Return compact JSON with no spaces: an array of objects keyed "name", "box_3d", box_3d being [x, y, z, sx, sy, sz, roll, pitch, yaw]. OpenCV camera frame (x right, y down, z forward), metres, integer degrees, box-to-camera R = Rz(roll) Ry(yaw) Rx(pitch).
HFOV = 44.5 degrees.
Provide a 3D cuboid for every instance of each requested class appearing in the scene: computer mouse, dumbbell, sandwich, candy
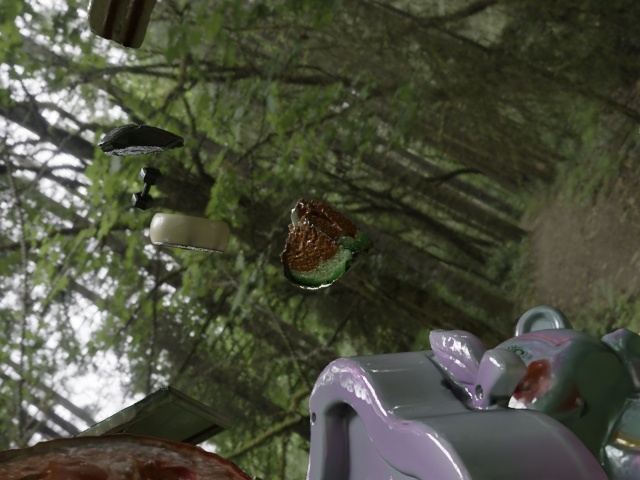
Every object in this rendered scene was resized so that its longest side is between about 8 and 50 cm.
[{"name":"computer mouse","box_3d":[-0.393,-0.223,1.709,0.192,0.062,0.106,-9,-3,-34]},{"name":"dumbbell","box_3d":[-0.315,-0.094,1.418,0.036,0.040,0.083,-83,17,-55]},{"name":"sandwich","box_3d":[0.002,0.012,1.864,0.109,0.212,0.292,-33,-14,-36]},{"name":"candy","box_3d":[-0.383,-0.572,1.618,0.321,0.135,0.179,-52,25,45]}]

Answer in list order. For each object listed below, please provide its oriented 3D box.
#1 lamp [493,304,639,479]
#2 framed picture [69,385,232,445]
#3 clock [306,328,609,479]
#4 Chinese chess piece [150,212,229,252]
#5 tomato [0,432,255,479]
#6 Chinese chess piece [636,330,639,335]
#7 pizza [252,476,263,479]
[{"name":"lamp","box_3d":[0.307,0.219,0.841,0.247,0.301,0.247,-60,-41,-14]},{"name":"framed picture","box_3d":[-0.243,0.253,0.892,0.260,0.023,0.189,-29,-27,2]},{"name":"clock","box_3d":[0.080,0.233,0.575,0.338,0.102,0.339,-178,90,-69]},{"name":"Chinese chess piece","box_3d":[-0.201,-0.012,1.204,0.122,0.122,0.051,27,-110,-78]},{"name":"tomato","box_3d":[-0.150,0.285,0.573,0.338,0.338,0.144,-31,-42,-67]},{"name":"Chinese chess piece","box_3d":[0.643,0.233,1.344,0.257,0.257,0.104,105,171,-47]},{"name":"pizza","box_3d":[-0.109,0.441,1.358,0.029,0.100,0.099,-80,-1,-59]}]
